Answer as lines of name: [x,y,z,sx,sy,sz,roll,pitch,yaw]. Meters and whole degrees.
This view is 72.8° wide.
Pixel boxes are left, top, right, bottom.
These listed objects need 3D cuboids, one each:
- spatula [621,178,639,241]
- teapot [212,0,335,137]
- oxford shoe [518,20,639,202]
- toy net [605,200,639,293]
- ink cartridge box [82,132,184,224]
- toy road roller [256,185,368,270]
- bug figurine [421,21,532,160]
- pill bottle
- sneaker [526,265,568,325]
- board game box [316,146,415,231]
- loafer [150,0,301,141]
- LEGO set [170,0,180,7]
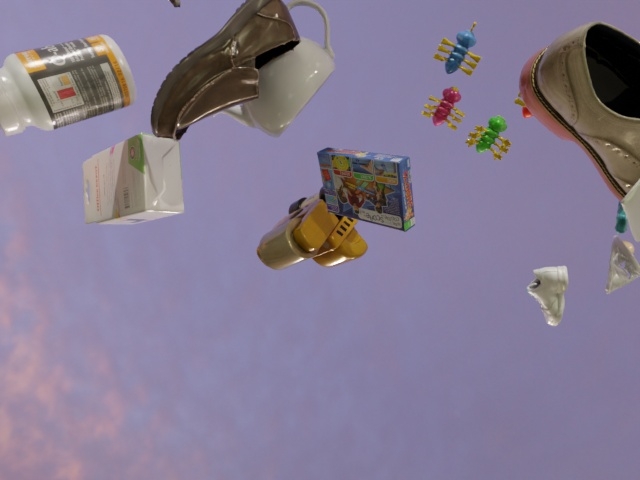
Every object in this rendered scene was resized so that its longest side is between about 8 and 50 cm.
spatula: [0.311,-0.055,0.337,0.242,0.019,0.168,24,-78,-45]
teapot: [-0.098,-0.382,1.002,0.187,0.256,0.252,41,-33,-12]
oxford shoe: [0.393,-0.113,0.495,0.348,0.130,0.123,34,-87,1]
toy net: [0.469,-0.020,0.653,0.045,0.232,0.122,9,-41,34]
ink cartridge box: [-0.544,-0.157,1.241,0.353,0.119,0.207,-6,-93,38]
toy road roller: [0.000,0.000,1.279,0.202,0.329,0.240,-24,-71,43]
bug figurine: [0.349,-0.308,0.926,0.279,0.072,0.216,31,-59,0]
pill bottle: [-0.567,-0.336,0.946,0.162,0.278,0.162,38,-36,34]
sneaker: [0.615,0.149,1.190,0.094,0.080,0.212,0,-51,22]
board game box: [0.084,-0.102,0.834,0.201,0.035,0.136,19,-50,42]
loafer: [-0.175,-0.318,0.836,0.130,0.134,0.366,43,-90,-10]
LEGO set: [-0.271,-0.509,0.665,0.331,0.255,0.192,-34,-84,35]
